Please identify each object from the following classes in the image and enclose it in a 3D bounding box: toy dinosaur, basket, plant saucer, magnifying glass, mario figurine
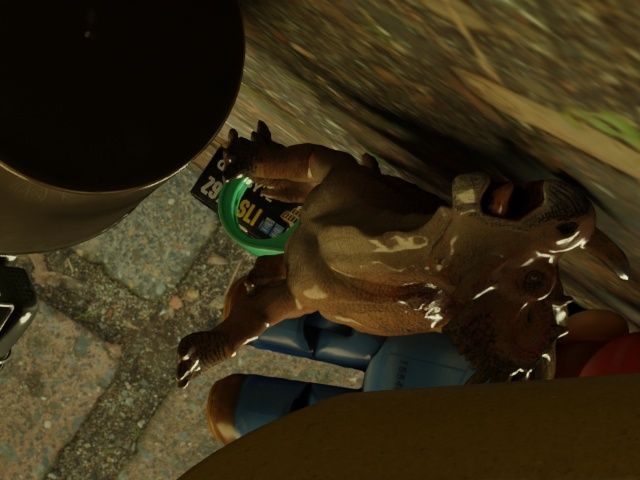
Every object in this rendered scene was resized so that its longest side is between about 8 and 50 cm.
[{"bbox_3d":[0.049,0.013,0.686,0.200,0.127,0.296,8,-173,8],"label":"toy dinosaur"},{"bbox_3d":[-0.132,-0.075,0.603,0.204,0.154,0.227,16,171,-24],"label":"basket"},{"bbox_3d":[0.149,0.155,0.603,0.333,0.081,0.333,-7,141,28],"label":"plant saucer"},{"bbox_3d":[0.000,0.000,1.098,0.231,0.092,0.026,38,175,33],"label":"magnifying glass"},{"bbox_3d":[0.102,0.106,0.810,0.320,0.170,0.198,10,123,24],"label":"mario figurine"}]

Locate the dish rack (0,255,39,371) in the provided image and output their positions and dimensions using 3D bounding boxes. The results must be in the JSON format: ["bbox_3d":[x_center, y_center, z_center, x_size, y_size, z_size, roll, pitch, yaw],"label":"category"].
[{"bbox_3d":[-0.308,-0.021,0.817,0.208,0.074,0.271,56,-159,23],"label":"dish rack"}]

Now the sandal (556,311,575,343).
[{"bbox_3d":[0.208,0.133,0.897,0.167,0.107,0.446,37,176,-42],"label":"sandal"}]

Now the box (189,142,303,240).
[{"bbox_3d":[0.015,0.021,1.583,0.257,0.079,0.322,31,176,26],"label":"box"}]
